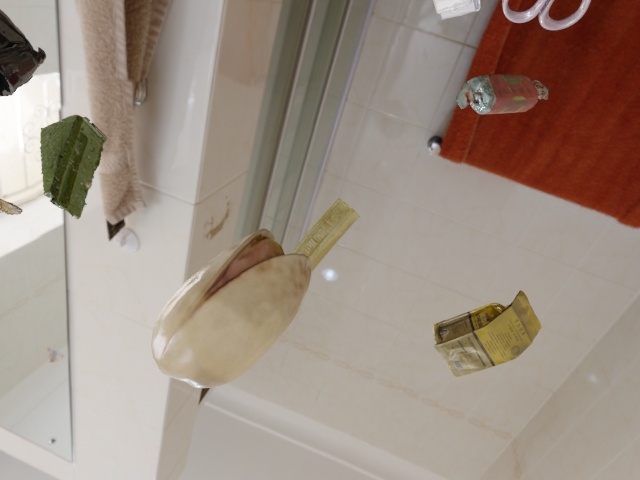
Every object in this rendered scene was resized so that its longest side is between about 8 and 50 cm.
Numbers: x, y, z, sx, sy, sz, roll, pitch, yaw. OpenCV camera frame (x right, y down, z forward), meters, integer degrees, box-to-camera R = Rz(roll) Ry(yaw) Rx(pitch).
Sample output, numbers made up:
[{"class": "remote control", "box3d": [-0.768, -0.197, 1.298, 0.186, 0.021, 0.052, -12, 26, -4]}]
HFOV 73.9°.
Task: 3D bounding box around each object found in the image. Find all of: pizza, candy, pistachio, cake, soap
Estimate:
[{"class": "pizza", "box3d": [-0.500, -0.054, 0.657, 0.078, 0.025, 0.083, 23, 169, 13]}, {"class": "candy", "box3d": [0.408, -0.328, 0.951, 0.293, 0.059, 0.086, -10, -104, -24]}, {"class": "pistachio", "box3d": [-0.149, 0.110, 0.724, 0.188, 0.187, 0.299, 32, -113, 22]}, {"class": "cake", "box3d": [-0.545, -0.150, 0.903, 0.099, 0.100, 0.235, -10, -120, 12]}, {"class": "soap", "box3d": [-0.001, 0.000, 1.195, 0.037, 0.252, 0.092, 39, -177, -39]}]

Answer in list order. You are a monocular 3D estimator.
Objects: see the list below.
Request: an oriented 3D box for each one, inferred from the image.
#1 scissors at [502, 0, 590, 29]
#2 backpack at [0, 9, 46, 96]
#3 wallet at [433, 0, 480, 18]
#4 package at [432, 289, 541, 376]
[{"class": "scissors", "box3d": [0.333, -0.384, 0.536, 0.118, 0.242, 0.030, 9, -118, -3]}, {"class": "backpack", "box3d": [-0.566, -0.210, 0.474, 0.446, 0.254, 0.363, 14, -125, 15]}, {"class": "wallet", "box3d": [0.243, -0.436, 0.766, 0.025, 0.061, 0.122, -29, -156, -2]}, {"class": "package", "box3d": [0.220, 0.125, 0.558, 0.071, 0.131, 0.047, 58, -160, -18]}]
